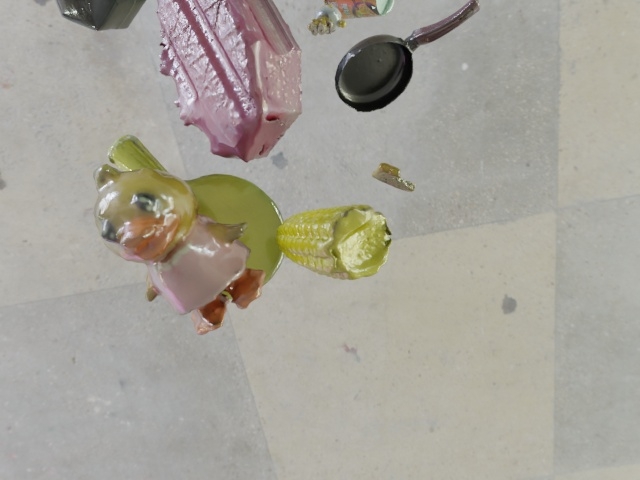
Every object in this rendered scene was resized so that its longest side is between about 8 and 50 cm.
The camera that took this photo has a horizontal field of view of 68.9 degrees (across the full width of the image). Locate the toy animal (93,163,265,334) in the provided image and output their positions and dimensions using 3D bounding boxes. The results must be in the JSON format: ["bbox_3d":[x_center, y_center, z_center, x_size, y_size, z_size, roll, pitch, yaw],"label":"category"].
[{"bbox_3d":[-0.217,-0.004,0.694,0.195,0.169,0.281,-37,127,5],"label":"toy animal"}]

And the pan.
[{"bbox_3d":[0.110,-0.255,0.623,0.212,0.040,0.114,-31,149,29],"label":"pan"}]

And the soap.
[{"bbox_3d":[-0.148,-0.291,0.756,0.220,0.127,0.325,-36,75,40],"label":"soap"}]

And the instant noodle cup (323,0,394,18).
[{"bbox_3d":[0.140,-0.850,1.555,0.182,0.230,0.231,17,114,27],"label":"instant noodle cup"}]

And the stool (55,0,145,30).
[{"bbox_3d":[-0.579,-0.671,1.214,0.232,0.141,0.232,10,119,19],"label":"stool"}]

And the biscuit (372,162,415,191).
[{"bbox_3d":[0.280,-0.233,1.739,0.174,0.183,0.039,23,86,3],"label":"biscuit"}]

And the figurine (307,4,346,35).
[{"bbox_3d":[0.007,-0.577,1.235,0.101,0.143,0.068,21,138,35],"label":"figurine"}]

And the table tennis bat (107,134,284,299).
[{"bbox_3d":[-0.229,-0.050,0.845,0.368,0.054,0.224,40,80,-4],"label":"table tennis bat"}]

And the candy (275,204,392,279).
[{"bbox_3d":[0.000,0.000,0.652,0.106,0.198,0.094,-12,98,-33],"label":"candy"}]
